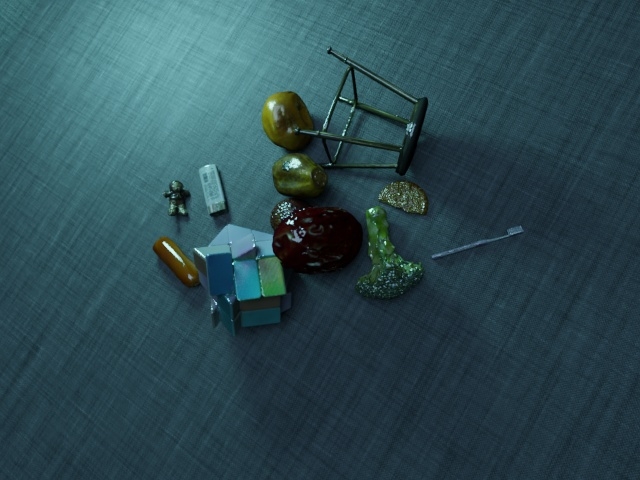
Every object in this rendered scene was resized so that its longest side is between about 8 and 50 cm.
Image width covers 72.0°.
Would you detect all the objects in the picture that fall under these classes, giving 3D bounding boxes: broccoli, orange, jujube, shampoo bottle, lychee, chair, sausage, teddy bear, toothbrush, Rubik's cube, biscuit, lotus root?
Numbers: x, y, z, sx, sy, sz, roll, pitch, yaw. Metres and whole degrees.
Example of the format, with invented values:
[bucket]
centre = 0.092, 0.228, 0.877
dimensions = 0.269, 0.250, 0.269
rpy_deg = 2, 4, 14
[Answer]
[broccoli]
centre = 0.258, 0.045, 1.679
dimensions = 0.252, 0.221, 0.362
rpy_deg = -6, 73, 48
[orange]
centre = -0.154, -0.503, 1.866
dimensions = 0.183, 0.249, 0.249
rpy_deg = -18, 74, 24
[jujube]
centre = 0.000, 0.000, 1.627
dimensions = 0.258, 0.376, 0.259
rpy_deg = 4, 97, 34
[shampoo bottle]
centre = -0.476, -0.223, 1.955
dimensions = 0.086, 0.056, 0.228
rpy_deg = -19, 74, 6
[lychee]
centre = -0.113, -0.085, 1.781
dimensions = 0.194, 0.194, 0.195
rpy_deg = -3, 77, 12
[chair]
centre = 0.181, -0.446, 1.719
dimensions = 0.409, 0.365, 0.362
rpy_deg = 19, 82, 11
[sausage]
centre = -0.621, 0.088, 1.904
dimensions = 0.300, 0.083, 0.089
rpy_deg = 40, 101, 18
[teddy bear]
centre = -0.646, -0.187, 1.977
dimensions = 0.119, 0.078, 0.161
rpy_deg = -3, 90, -31
[toothbrush]
centre = 0.596, 0.009, 1.685
dimensions = 0.353, 0.024, 0.029
rpy_deg = -18, 69, 8
[Rubik's cube]
centre = -0.281, 0.144, 1.695
dimensions = 0.386, 0.359, 0.368
rpy_deg = 13, 39, 14
[biscuit]
centre = 0.343, -0.181, 1.782
dimensions = 0.206, 0.025, 0.126
rpy_deg = 20, 82, 15
[lotus root]
centre = -0.083, -0.261, 1.760
dimensions = 0.193, 0.193, 0.291
rpy_deg = -58, 34, -4
